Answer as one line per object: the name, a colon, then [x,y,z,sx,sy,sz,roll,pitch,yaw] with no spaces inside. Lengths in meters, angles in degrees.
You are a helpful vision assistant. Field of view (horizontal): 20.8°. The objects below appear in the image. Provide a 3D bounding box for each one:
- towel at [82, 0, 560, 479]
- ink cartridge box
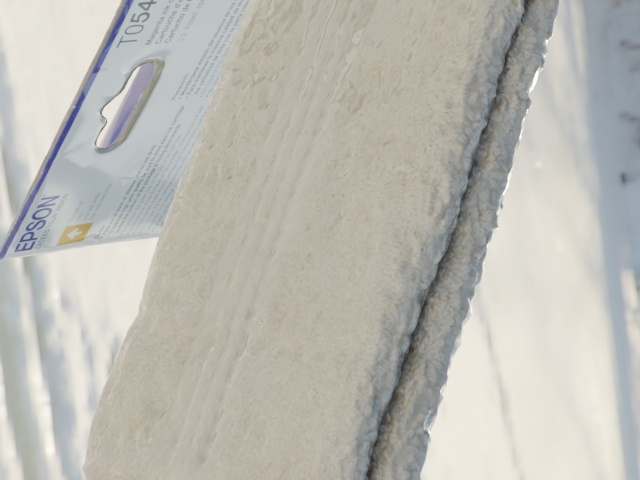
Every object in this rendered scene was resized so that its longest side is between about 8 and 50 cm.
towel: [0.000,0.000,0.718,0.049,0.187,0.282,29,74,-34]
ink cartridge box: [-0.041,-0.123,1.196,0.324,0.330,0.071,-55,-126,42]
